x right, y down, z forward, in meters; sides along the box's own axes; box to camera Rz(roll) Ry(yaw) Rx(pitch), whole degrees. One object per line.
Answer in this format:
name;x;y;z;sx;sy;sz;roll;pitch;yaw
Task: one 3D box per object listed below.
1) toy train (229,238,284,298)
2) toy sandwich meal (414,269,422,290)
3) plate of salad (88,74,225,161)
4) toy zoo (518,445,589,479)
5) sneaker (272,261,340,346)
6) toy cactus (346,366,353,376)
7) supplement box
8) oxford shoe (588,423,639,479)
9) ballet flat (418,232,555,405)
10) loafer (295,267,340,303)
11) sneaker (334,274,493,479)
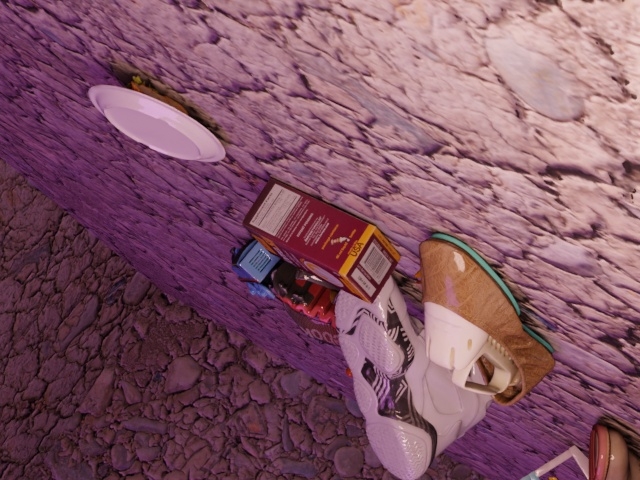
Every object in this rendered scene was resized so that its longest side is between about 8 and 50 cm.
toy train;-0.114;0.049;2.165;0.105;0.080;0.184;44;169;-11
toy sandwich meal;0.158;0.058;1.539;0.085;0.029;0.085;31;169;7
plate of salad;-0.215;-0.163;1.570;0.200;0.048;0.200;21;165;6
toy zoo;0.432;0.508;2.139;0.192;0.293;0.030;58;177;17
sneaker;0.043;0.137;1.996;0.276;0.097;0.135;31;157;17
toy cactus;0.104;0.186;2.124;0.180;0.112;0.219;10;149;40
supplement box;0.000;0.000;1.591;0.188;0.081;0.104;26;168;33
oxford shoe;0.496;0.373;1.859;0.130;0.123;0.348;-1;155;19
ballet flat;0.194;0.120;1.464;0.116;0.124;0.342;24;166;36
loafer;0.034;0.076;1.886;0.170;0.061;0.062;33;168;-9
sneaker;0.155;0.172;1.806;0.137;0.210;0.366;18;128;52
